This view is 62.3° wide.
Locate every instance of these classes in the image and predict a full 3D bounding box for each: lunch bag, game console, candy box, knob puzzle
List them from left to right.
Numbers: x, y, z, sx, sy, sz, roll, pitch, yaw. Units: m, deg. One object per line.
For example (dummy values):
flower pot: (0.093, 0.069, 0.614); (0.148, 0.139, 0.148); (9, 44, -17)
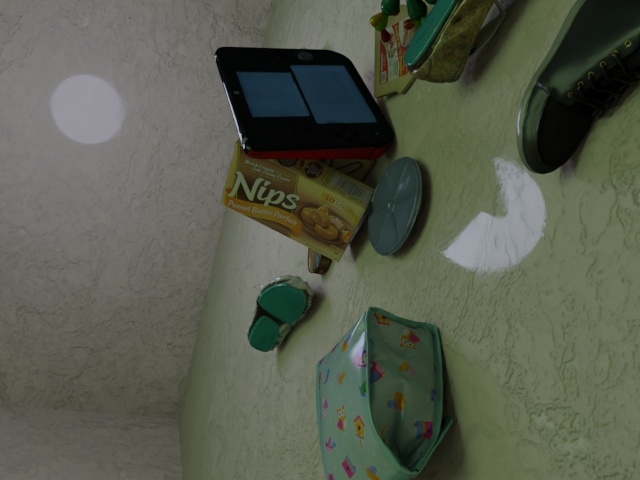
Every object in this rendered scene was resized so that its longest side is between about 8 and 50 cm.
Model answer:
candy box: (-0.057, -0.100, 1.205); (0.088, 0.316, 0.183); (-60, -4, -48)
game console: (-0.041, -0.323, 1.200); (0.060, 0.341, 0.387); (112, 147, -44)
lunch bag: (0.091, 0.278, 0.845); (0.223, 0.160, 0.262); (123, 157, -44)
knob puzzle: (0.185, -0.416, 1.153); (0.213, 0.030, 0.213); (-2, 87, 61)

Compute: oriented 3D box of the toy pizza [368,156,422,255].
toy pizza: (0.152, -0.066, 1.051); (0.201, 0.032, 0.201); (-167, 90, -70)

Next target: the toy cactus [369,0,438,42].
toy cactus: (0.164, -0.449, 0.999); (0.112, 0.180, 0.219); (-49, 35, -13)

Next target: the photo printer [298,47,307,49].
photo printer: (-0.077, -0.487, 1.809); (0.256, 0.107, 0.308); (-101, 29, -47)

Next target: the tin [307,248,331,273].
tin: (0.000, 0.000, 1.431); (0.106, 0.040, 0.190); (-37, 45, 56)

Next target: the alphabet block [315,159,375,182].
alphabet block: (0.003, -0.213, 1.315); (0.197, 0.192, 0.194); (124, 149, -45)

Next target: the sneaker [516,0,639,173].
sneaker: (0.309, -0.177, 0.602); (0.118, 0.083, 0.222); (-132, 57, -66)

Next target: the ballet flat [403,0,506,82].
ballet flat: (0.259, -0.400, 0.823); (0.123, 0.123, 0.349); (-100, 32, -47)

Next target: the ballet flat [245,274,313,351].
ballet flat: (-0.118, 0.185, 1.529); (0.409, 0.146, 0.147); (126, 149, -49)
